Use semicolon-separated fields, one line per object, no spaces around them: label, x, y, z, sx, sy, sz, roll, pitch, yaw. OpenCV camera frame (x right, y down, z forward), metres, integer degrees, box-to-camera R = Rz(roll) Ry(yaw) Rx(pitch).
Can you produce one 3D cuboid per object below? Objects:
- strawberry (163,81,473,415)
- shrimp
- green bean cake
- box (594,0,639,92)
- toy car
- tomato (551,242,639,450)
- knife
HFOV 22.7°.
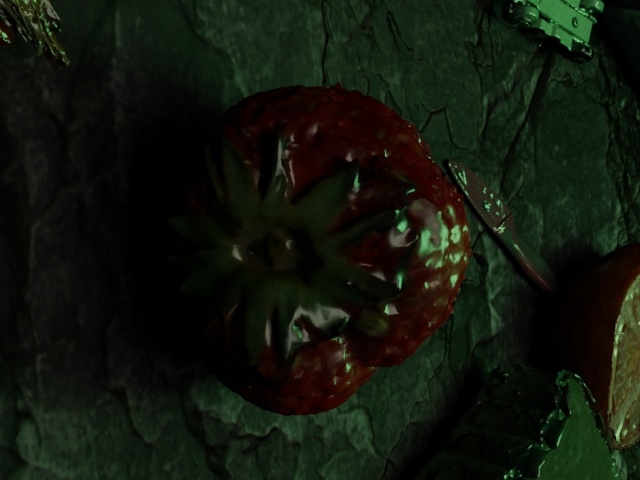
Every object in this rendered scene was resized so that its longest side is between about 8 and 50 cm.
strawberry;0.000;0.000;1.276;0.238;0.250;0.288;58;20;6
shrimp;-0.242;-0.177;1.093;0.190;0.042;0.101;41;66;-36
green bean cake;0.199;0.278;1.595;0.255;0.132;0.241;-52;130;-35
box;0.516;-0.252;1.755;0.348;0.319;0.257;49;60;-41
toy car;0.233;-0.234;1.633;0.143;0.054;0.073;21;77;-44
tomato;0.317;0.114;1.735;0.237;0.095;0.236;-18;112;-55
knife;0.192;-0.012;1.637;0.247;0.018;0.035;48;61;-40
